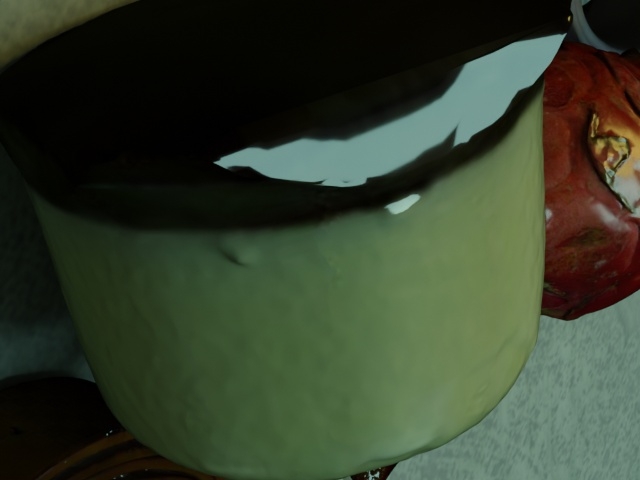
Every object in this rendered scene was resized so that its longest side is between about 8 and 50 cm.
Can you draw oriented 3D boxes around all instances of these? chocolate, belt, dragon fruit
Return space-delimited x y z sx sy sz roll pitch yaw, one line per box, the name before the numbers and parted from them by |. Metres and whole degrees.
chocolate | 0.000 0.000 1.165 0.314 0.326 0.297 -24 111 -23
belt | -0.170 0.189 1.246 0.261 0.105 0.184 -6 112 -58
dragon fruit | 0.188 -0.051 1.564 0.252 0.241 0.241 -22 125 -28

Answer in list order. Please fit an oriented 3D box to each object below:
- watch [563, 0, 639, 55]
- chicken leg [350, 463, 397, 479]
watch | 0.256 -0.240 1.677 0.217 0.211 0.248 -31 130 -21
chicken leg | 0.042 0.106 1.585 0.105 0.063 0.234 -40 137 -36
